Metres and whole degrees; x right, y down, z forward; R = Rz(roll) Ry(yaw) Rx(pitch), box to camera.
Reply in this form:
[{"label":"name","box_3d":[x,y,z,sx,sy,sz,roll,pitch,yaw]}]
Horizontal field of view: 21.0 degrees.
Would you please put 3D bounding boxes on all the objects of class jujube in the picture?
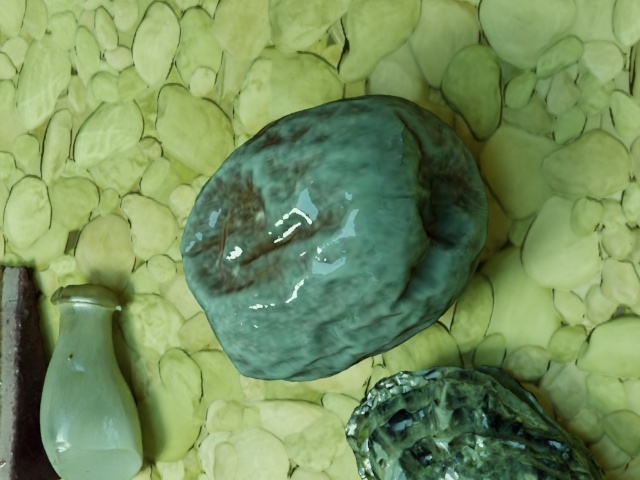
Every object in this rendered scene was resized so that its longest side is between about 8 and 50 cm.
[{"label":"jujube","box_3d":[0.006,0.004,1.644,0.308,0.215,0.246,-20,71,39]}]

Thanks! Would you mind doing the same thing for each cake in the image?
[{"label":"cake","box_3d":[-0.363,0.173,2.001,0.116,0.113,0.295,-14,73,33]}]

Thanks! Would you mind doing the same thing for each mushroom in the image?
[{"label":"mushroom","box_3d":[-0.259,0.162,1.920,0.116,0.093,0.225,-12,77,13]}]

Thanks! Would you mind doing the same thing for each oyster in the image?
[{"label":"oyster","box_3d":[0.166,0.229,1.602,0.351,0.158,0.162,33,138,45]}]
